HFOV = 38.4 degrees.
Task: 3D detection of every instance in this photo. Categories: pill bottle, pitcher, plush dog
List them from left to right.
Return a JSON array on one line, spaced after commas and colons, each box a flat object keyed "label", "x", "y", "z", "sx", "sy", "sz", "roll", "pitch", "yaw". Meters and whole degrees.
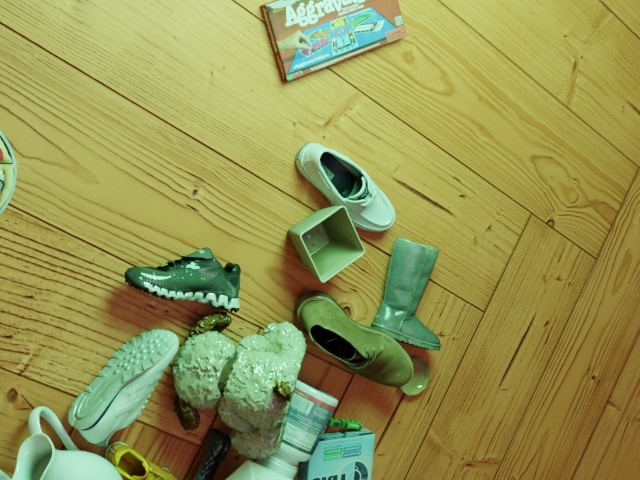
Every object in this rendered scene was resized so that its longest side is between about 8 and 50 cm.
[{"label": "pitcher", "x": -0.428, "y": 0.391, "z": 1.571, "sx": 0.125, "sy": 0.178, "sz": 0.207, "roll": -24, "pitch": 137, "yaw": 17}, {"label": "plush dog", "x": -0.159, "y": 0.253, "z": 1.666, "sx": 0.225, "sy": 0.210, "sz": 0.263, "roll": 15, "pitch": 81, "yaw": 3}, {"label": "pill bottle", "x": -0.051, "y": 0.369, "z": 1.791, "sx": 0.108, "sy": 0.108, "sz": 0.180, "roll": 30, "pitch": 84, "yaw": -31}]

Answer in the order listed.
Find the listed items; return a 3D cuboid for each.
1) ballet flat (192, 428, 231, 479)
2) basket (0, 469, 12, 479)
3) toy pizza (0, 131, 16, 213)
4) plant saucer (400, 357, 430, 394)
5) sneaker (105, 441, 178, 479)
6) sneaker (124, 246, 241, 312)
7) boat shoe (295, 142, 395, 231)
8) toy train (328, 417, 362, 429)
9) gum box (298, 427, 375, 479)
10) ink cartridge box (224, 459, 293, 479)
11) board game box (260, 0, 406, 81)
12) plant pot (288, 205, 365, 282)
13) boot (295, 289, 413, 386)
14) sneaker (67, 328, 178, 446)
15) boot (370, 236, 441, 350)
[{"label": "ballet flat", "x": -0.227, "y": 0.440, "z": 1.744, "sx": 0.049, "sy": 0.057, "sz": 0.173, "roll": 29, "pitch": 81, "yaw": 9}, {"label": "basket", "x": -0.533, "y": 0.459, "z": 1.522, "sx": 0.103, "sy": 0.113, "sz": 0.167, "roll": -47, "pitch": 118, "yaw": -12}, {"label": "toy pizza", "x": -0.577, "y": -0.105, "z": 1.437, "sx": 0.201, "sy": 0.032, "sz": 0.201, "roll": -6, "pitch": 102, "yaw": -29}, {"label": "plant saucer", "x": 0.199, "y": 0.290, "z": 1.976, "sx": 0.083, "sy": 0.015, "sz": 0.083, "roll": -6, "pitch": 101, "yaw": -29}, {"label": "sneaker", "x": -0.318, "y": 0.430, "z": 1.670, "sx": 0.175, "sy": 0.067, "sz": 0.064, "roll": 41, "pitch": 76, "yaw": -31}, {"label": "sneaker", "x": -0.238, "y": 0.058, "z": 1.644, "sx": 0.234, "sy": 0.078, "sz": 0.106, "roll": 15, "pitch": 88, "yaw": -35}, {"label": "boat shoe", "x": 0.062, "y": -0.094, "z": 1.783, "sx": 0.258, "sy": 0.084, "sz": 0.095, "roll": 34, "pitch": 82, "yaw": -30}, {"label": "toy train", "x": 0.052, "y": 0.380, "z": 1.902, "sx": 0.083, "sy": 0.023, "sz": 0.017, "roll": 14, "pitch": 92, "yaw": -31}, {"label": "gum box", "x": 0.031, "y": 0.489, "z": 1.900, "sx": 0.156, "sy": 0.041, "sz": 0.185, "roll": -1, "pitch": 99, "yaw": -30}, {"label": "ink cartridge box", "x": -0.064, "y": 0.581, "z": 1.771, "sx": 0.353, "sy": 0.119, "sz": 0.207, "roll": 34, "pitch": 113, "yaw": -31}, {"label": "board game box", "x": 0.030, "y": -0.414, "z": 1.739, "sx": 0.281, "sy": 0.027, "sz": 0.145, "roll": -25, "pitch": 110, "yaw": -24}, {"label": "plant pot", "x": 0.000, "y": 0.000, "z": 1.758, "sx": 0.109, "sy": 0.096, "sz": 0.109, "roll": -35, "pitch": 114, "yaw": -21}, {"label": "boot", "x": 0.074, "y": 0.224, "z": 1.816, "sx": 0.305, "sy": 0.115, "sz": 0.112, "roll": 37, "pitch": 106, "yaw": -27}, {"label": "sneaker", "x": -0.335, "y": 0.257, "z": 1.628, "sx": 0.235, "sy": 0.090, "sz": 0.095, "roll": -44, "pitch": 130, "yaw": -12}, {"label": "boot", "x": 0.203, "y": 0.114, "z": 1.920, "sx": 0.189, "sy": 0.076, "sz": 0.209, "roll": 22, "pitch": 82, "yaw": -31}]
